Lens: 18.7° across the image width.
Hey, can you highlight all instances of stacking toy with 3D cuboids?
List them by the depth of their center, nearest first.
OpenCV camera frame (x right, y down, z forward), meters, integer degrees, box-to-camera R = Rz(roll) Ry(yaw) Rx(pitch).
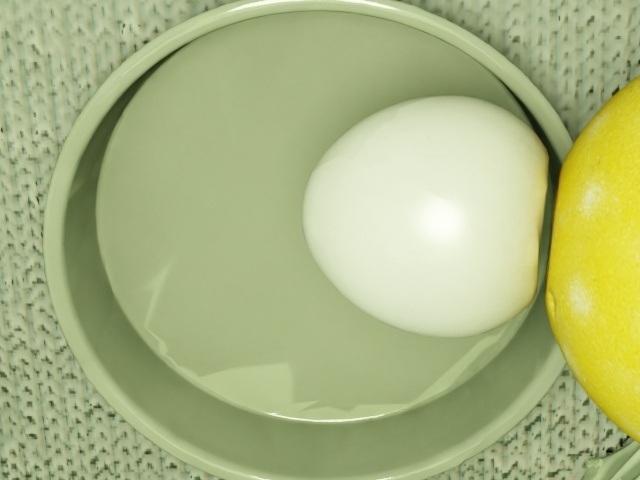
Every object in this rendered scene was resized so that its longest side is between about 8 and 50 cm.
[{"bbox_3d":[0.227,0.017,0.905,0.480,0.350,0.350,5,114,6],"label":"stacking toy"}]

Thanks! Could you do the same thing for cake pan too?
[{"bbox_3d":[0.000,0.000,1.047,0.293,0.054,0.293,1,114,1],"label":"cake pan"}]

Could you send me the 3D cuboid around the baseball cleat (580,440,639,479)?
[{"bbox_3d":[0.213,0.136,1.092,0.109,0.072,0.206,30,115,-18],"label":"baseball cleat"}]
